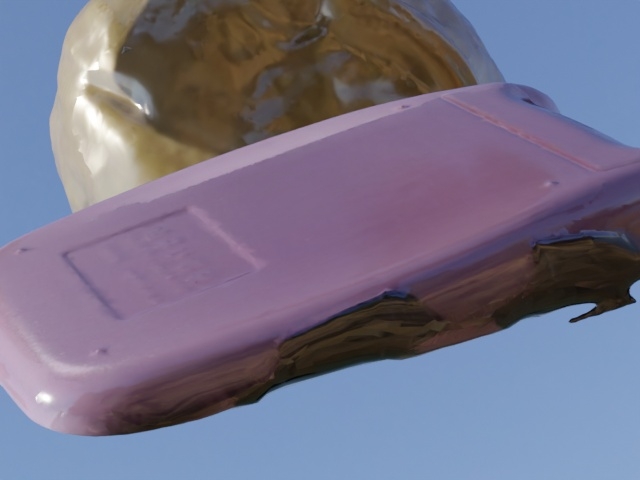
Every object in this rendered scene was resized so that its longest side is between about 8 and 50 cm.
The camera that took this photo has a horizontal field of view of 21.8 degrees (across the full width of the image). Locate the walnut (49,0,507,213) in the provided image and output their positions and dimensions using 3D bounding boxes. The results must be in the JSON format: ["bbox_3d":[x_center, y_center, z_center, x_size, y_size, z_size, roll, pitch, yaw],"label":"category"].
[{"bbox_3d":[-0.031,-0.086,1.322,0.381,0.381,0.381,-21,-28,-12],"label":"walnut"}]

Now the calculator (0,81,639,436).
[{"bbox_3d":[0.000,-0.001,0.640,0.294,0.194,0.043,-18,-65,-18],"label":"calculator"}]
